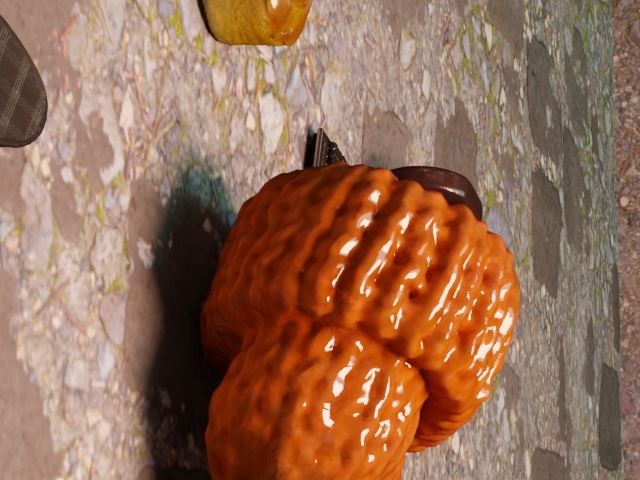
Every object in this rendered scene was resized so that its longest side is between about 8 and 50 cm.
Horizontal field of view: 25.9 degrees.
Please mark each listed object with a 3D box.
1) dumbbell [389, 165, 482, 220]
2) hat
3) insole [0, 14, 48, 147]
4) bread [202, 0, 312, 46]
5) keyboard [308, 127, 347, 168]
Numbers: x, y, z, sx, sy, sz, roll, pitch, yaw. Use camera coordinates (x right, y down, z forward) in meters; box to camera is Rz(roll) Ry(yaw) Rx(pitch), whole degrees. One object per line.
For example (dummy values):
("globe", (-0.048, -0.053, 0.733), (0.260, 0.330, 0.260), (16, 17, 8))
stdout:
("dumbbell", (0.109, 0.037, 1.568), (0.140, 0.124, 0.225), (51, 41, -52))
("hat", (-0.025, 0.137, 1.139), (0.400, 0.285, 0.285), (-55, 139, -28))
("insole", (-0.260, -0.156, 0.877), (0.309, 0.012, 0.110), (56, 38, -50))
("bread", (-0.046, -0.292, 1.307), (0.102, 0.094, 0.245), (57, 35, -58))
("keyboard", (0.000, 0.000, 1.445), (0.093, 0.025, 0.230), (51, 41, -57))
